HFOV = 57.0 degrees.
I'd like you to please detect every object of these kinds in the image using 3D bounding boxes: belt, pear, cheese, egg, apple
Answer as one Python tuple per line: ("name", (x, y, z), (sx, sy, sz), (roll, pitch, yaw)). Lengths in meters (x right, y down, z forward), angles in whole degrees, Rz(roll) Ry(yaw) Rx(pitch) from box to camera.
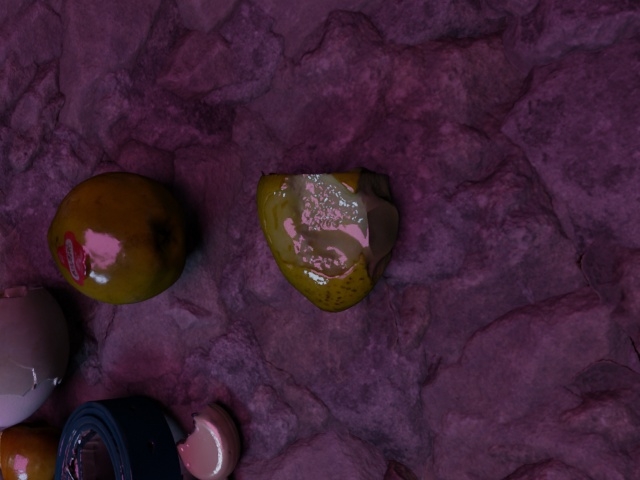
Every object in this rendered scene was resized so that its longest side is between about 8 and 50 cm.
("belt", (-0.466, 0.581, 1.344), (0.300, 0.173, 0.436), (-18, 75, 34))
("pear", (-0.452, -0.006, 1.285), (0.375, 0.287, 0.287), (-2, 95, 40))
("pear", (0.000, 0.000, 1.140), (0.287, 0.176, 0.281), (2, 98, 24))
("cheese", (-0.229, 0.503, 1.341), (0.163, 0.071, 0.248), (-38, 80, 23))
("egg", (-0.756, 0.281, 1.428), (0.279, 0.278, 0.335), (-4, 91, 23))
("apple", (-0.701, 0.522, 1.426), (0.163, 0.146, 0.147), (10, 79, -2))

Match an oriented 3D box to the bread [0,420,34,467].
("bread", (-0.755, 0.588, 1.554), (0.140, 0.106, 0.236), (-34, 81, 23))
